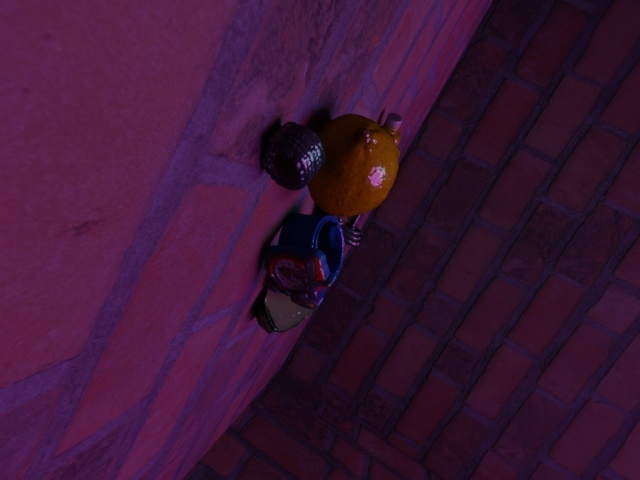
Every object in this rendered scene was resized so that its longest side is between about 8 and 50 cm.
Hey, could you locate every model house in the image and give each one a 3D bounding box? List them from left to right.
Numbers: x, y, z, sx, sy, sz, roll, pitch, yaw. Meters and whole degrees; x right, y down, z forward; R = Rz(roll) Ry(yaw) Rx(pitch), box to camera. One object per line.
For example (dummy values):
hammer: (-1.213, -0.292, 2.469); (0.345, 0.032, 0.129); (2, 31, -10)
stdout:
model house: (-0.171, 0.263, 1.613); (0.214, 0.195, 0.189); (-33, -179, -36)

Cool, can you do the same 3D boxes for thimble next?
thimble: (-0.058, -0.180, 0.881); (0.090, 0.119, 0.135); (-55, 169, -29)

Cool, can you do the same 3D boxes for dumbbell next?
dumbbell: (0.194, -0.140, 2.079); (0.406, 0.179, 0.179); (-62, 170, 17)

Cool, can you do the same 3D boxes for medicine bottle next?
medicine bottle: (0.298, -0.462, 1.793); (0.121, 0.122, 0.212); (-52, 168, -36)

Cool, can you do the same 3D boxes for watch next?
watch: (-0.019, 0.067, 1.348); (0.274, 0.242, 0.305); (-59, 144, -39)

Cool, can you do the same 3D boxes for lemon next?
lemon: (0.082, -0.207, 1.110); (0.268, 0.268, 0.321); (-53, 168, -32)

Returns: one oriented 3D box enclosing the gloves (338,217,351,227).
gloves: (0.128, -0.169, 1.773); (0.331, 0.141, 0.154); (-52, 167, -36)

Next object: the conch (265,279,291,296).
conch: (-0.111, 0.119, 1.501); (0.202, 0.134, 0.196); (-47, 122, -26)

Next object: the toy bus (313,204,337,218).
toy bus: (0.015, -0.077, 1.617); (0.092, 0.093, 0.408); (-45, 165, -38)
